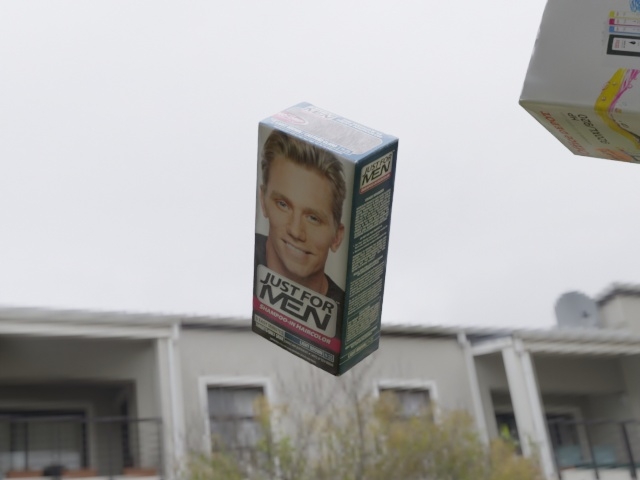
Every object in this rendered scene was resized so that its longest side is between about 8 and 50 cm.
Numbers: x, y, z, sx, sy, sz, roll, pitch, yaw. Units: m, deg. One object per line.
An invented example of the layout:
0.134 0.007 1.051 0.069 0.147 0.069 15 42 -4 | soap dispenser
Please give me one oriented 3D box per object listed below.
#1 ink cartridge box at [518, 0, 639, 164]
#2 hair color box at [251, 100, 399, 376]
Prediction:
0.359 -0.177 1.212 0.232 0.168 0.171 12 -10 36 | ink cartridge box
0.000 0.000 1.631 0.105 0.174 0.347 -30 -46 -44 | hair color box
